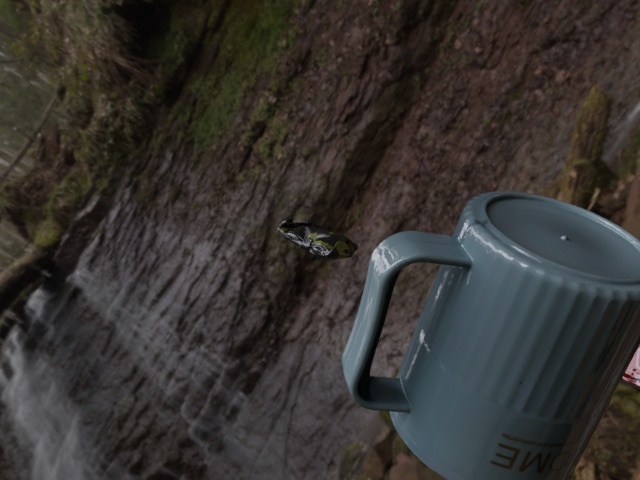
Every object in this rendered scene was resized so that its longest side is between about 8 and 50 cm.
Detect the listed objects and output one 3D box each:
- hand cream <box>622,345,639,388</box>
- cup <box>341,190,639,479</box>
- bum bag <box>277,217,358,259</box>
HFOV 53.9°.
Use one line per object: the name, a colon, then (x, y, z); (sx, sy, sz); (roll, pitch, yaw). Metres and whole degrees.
hand cream: (0.583, 0.153, 1.029); (0.230, 0.149, 0.230); (-29, 49, 40)
cup: (0.221, 0.110, 0.807); (0.257, 0.331, 0.311); (-48, -24, -59)
bum bag: (0.000, 0.000, 1.486); (0.106, 0.232, 0.060); (-10, -66, -37)
